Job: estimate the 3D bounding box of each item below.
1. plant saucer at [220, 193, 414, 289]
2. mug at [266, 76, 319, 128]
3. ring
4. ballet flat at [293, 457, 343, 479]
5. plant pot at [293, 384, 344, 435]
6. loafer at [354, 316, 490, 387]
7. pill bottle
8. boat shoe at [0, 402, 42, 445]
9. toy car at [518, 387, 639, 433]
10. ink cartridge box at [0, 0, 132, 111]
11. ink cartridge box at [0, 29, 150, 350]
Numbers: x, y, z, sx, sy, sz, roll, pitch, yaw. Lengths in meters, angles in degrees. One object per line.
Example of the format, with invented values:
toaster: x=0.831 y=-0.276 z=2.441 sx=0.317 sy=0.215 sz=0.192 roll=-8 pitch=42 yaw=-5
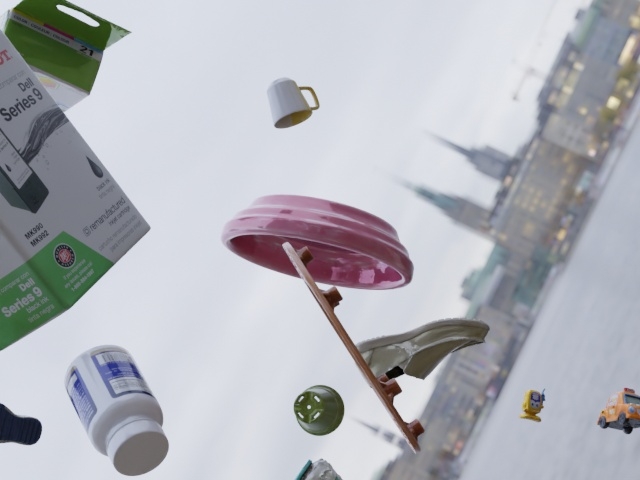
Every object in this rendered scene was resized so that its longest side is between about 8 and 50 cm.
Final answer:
plant saucer: x=0.000 y=0.000 z=2.279 sx=0.332 sy=0.332 sz=0.084 roll=75 pitch=-153 yaw=-76
mug: x=-0.048 y=-0.209 z=2.035 sx=0.062 sy=0.064 sz=0.078 roll=-28 pitch=-15 yaw=26
ring: x=0.049 y=0.139 z=1.823 sx=0.032 sy=0.337 sz=0.336 roll=-32 pitch=-12 yaw=-2
ballet flat: x=-0.067 y=0.513 z=2.183 sx=0.409 sy=0.147 sz=0.147 roll=-53 pitch=-1 yaw=37
plant pot: x=-0.010 y=0.269 z=2.163 sx=0.083 sy=0.083 sz=0.079 roll=-63 pitch=-18 yaw=-4
loafer: x=0.188 y=0.208 z=2.470 sx=0.102 sy=0.268 sz=0.092 roll=22 pitch=-125 yaw=-61
pill bottle: x=-0.290 y=0.247 z=1.944 sx=0.112 sy=0.187 sz=0.112 roll=-16 pitch=-49 yaw=-20
boat shoe: x=-0.555 y=0.314 z=2.298 sx=0.183 sy=0.066 sz=0.066 roll=40 pitch=-122 yaw=-57
toy car: x=0.256 y=0.156 z=1.291 sx=0.060 sy=0.122 sz=0.041 roll=111 pitch=168 yaw=-71
ink cartridge box: x=-0.475 y=-0.334 z=2.379 sx=0.255 sy=0.188 sz=0.097 roll=-16 pitch=55 yaw=57
ink cartridge box: x=-0.353 y=-0.060 z=1.478 sx=0.121 sy=0.289 sz=0.211 roll=-30 pitch=13 yaw=30
